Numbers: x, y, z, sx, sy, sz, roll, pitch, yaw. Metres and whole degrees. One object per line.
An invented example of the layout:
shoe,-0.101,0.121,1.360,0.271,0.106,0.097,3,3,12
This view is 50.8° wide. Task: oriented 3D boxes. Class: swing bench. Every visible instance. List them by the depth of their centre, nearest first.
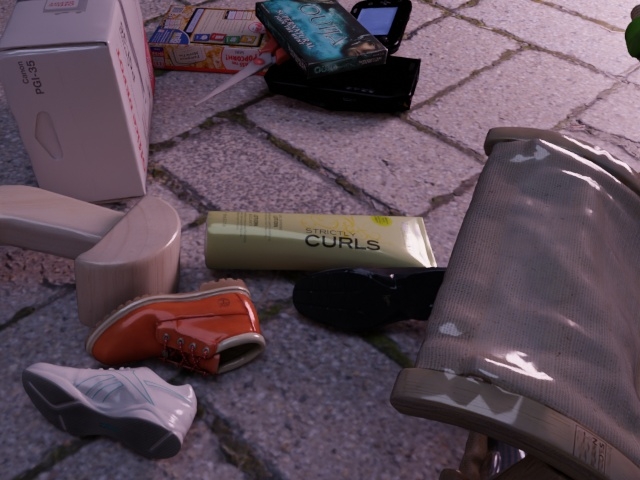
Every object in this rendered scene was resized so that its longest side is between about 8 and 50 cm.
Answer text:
swing bench,0.149,0.100,0.454,0.165,0.255,0.253,15,44,15

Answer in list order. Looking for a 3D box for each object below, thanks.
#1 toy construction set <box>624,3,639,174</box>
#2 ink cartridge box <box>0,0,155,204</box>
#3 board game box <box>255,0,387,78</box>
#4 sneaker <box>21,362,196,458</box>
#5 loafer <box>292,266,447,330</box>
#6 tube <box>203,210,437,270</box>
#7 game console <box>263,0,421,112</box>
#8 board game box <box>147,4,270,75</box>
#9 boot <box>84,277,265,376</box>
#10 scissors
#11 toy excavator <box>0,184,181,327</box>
toy construction set,0.333,-0.043,0.606,0.257,0.309,0.237,2,46,13
ink cartridge box,-0.280,-0.206,0.821,0.117,0.207,0.283,-6,43,-6
board game box,-0.002,-0.305,0.985,0.126,0.026,0.186,-17,50,-22
sneaker,-0.176,0.133,0.568,0.152,0.054,0.061,17,35,8
loafer,0.059,0.054,0.662,0.170,0.062,0.061,1,3,9
tube,0.000,0.000,0.713,0.240,0.062,0.070,2,82,-6
game console,0.058,-0.308,1.066,0.213,0.044,0.361,10,42,9
board game box,-0.160,-0.322,1.073,0.193,0.045,0.147,4,42,3
boot,-0.128,0.090,0.609,0.158,0.059,0.085,-15,49,-19
scissors,-0.068,-0.257,0.959,0.109,0.021,0.297,18,44,11
toy excavator,-0.416,-0.007,0.618,0.433,0.222,0.445,32,41,28
